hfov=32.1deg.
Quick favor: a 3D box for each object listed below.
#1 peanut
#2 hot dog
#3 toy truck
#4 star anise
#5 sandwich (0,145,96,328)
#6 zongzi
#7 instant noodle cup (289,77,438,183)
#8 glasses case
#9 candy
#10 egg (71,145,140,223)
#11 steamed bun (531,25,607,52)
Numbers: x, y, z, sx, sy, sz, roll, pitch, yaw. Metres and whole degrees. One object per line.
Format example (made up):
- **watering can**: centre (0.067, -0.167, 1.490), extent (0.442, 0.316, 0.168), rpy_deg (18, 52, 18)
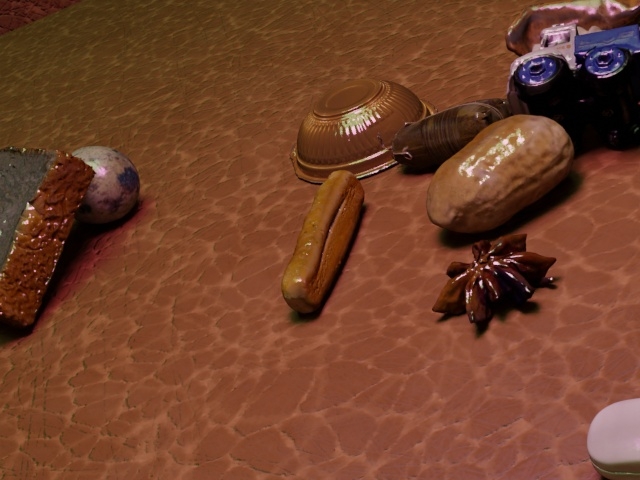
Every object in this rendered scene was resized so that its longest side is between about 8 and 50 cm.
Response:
- **peanut**: centre (0.244, -0.092, 1.544), extent (0.224, 0.129, 0.129), rpy_deg (-30, 31, -11)
- **hot dog**: centre (0.002, -0.002, 1.611), extent (0.061, 0.088, 0.286), rpy_deg (-13, 28, 28)
- **toy truck**: centre (0.378, -0.239, 1.597), extent (0.213, 0.161, 0.177), rpy_deg (-6, 55, 21)
- **star anise**: centre (0.213, 0.046, 1.410), extent (0.167, 0.057, 0.168), rpy_deg (-16, 31, 10)
- **sandwich**: centre (-0.528, -0.015, 1.872), extent (0.271, 0.099, 0.301), rpy_deg (6, 70, 42)
- **zongzi**: centre (0.213, -0.178, 1.760), extent (0.187, 0.084, 0.184), rpy_deg (-7, 19, 34)
- **instant noodle cup**: centre (0.062, -0.208, 1.890), extent (0.274, 0.091, 0.274), rpy_deg (-18, 29, 10)
- **glasses case**: centre (0.372, 0.192, 1.061), extent (0.233, 0.059, 0.092), rpy_deg (-3, 34, 30)
- **candy**: centre (0.443, -0.363, 1.851), extent (0.271, 0.101, 0.143), rpy_deg (-14, 4, 13)
- **egg**: centre (-0.406, -0.098, 1.990), extent (0.181, 0.141, 0.141), rpy_deg (-4, 35, 42)
- **steamed bun**: centre (0.393, -0.270, 1.742), extent (0.182, 0.106, 0.183), rpy_deg (-16, 30, 10)
